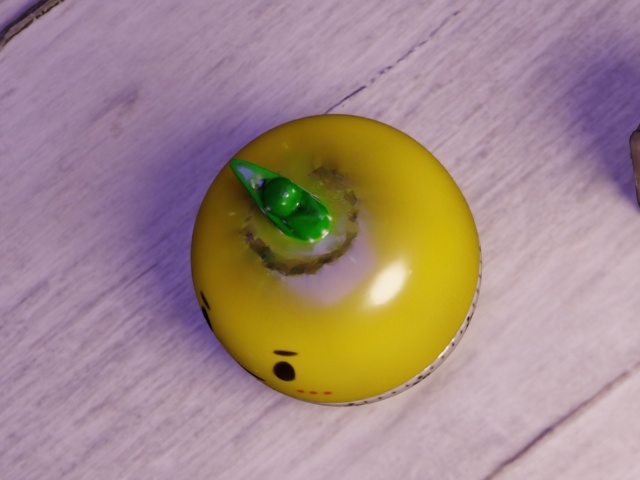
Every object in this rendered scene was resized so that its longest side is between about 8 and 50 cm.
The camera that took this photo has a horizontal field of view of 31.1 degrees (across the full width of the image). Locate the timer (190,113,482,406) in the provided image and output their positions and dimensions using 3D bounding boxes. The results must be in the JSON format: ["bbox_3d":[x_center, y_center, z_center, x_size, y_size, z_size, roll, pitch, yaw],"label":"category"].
[{"bbox_3d":[0.000,0.000,1.004,0.285,0.285,0.285,-6,68,16],"label":"timer"}]

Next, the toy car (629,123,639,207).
[{"bbox_3d":[0.436,-0.049,0.897,0.336,0.242,0.226,33,85,25],"label":"toy car"}]
